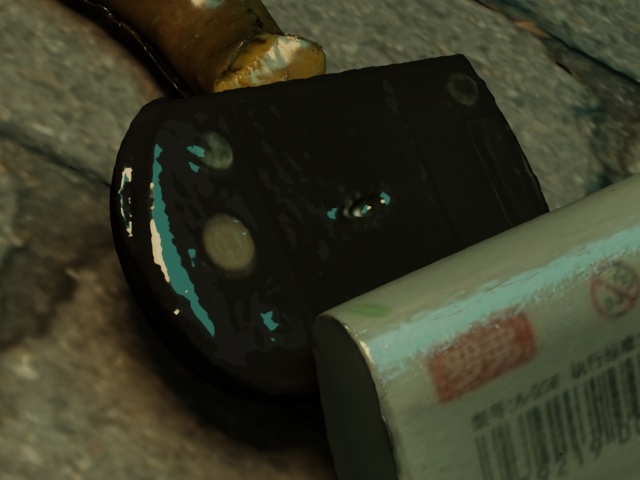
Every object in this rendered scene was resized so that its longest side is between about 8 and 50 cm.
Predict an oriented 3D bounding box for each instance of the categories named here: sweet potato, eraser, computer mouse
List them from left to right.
[{"bbox_3d":[-0.118,-0.162,0.965,0.286,0.085,0.112,37,31,1],"label":"sweet potato"},{"bbox_3d":[0.000,0.000,0.888,0.269,0.100,0.170,-13,78,-38],"label":"computer mouse"},{"bbox_3d":[0.117,0.071,0.819,0.227,0.174,0.081,-23,29,-22],"label":"eraser"}]
